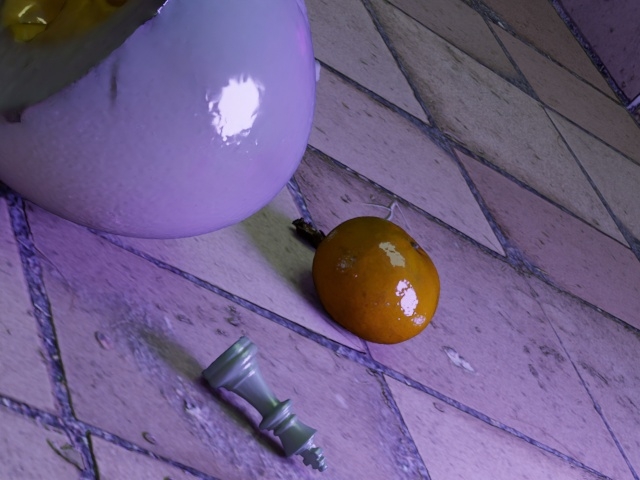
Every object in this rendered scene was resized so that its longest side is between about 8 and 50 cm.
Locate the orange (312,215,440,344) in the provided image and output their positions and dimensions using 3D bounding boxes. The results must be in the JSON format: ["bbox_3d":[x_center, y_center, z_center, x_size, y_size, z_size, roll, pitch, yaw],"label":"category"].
[{"bbox_3d":[0.066,0.043,2.116,0.156,0.124,0.156,33,23,-16],"label":"orange"}]

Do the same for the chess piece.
[{"bbox_3d":[-0.046,0.164,1.773,0.149,0.059,0.059,50,20,0],"label":"chess piece"}]

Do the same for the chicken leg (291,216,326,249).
[{"bbox_3d":[-0.001,0.000,2.229,0.083,0.021,0.036,33,12,-26],"label":"chicken leg"}]

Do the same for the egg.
[{"bbox_3d":[-0.160,-0.157,1.810,0.340,0.354,0.354,47,13,-41],"label":"egg"}]
